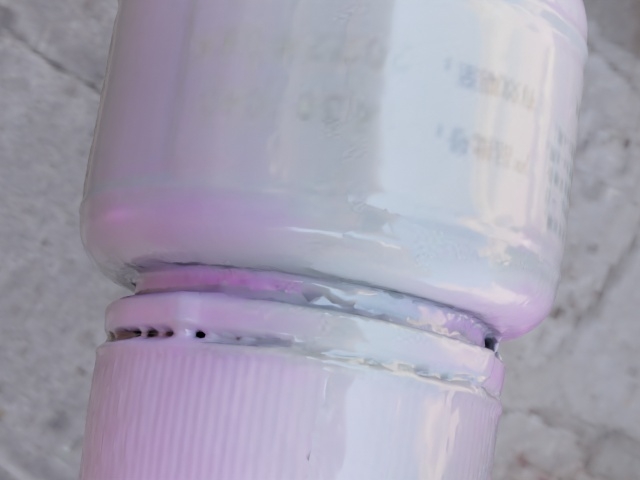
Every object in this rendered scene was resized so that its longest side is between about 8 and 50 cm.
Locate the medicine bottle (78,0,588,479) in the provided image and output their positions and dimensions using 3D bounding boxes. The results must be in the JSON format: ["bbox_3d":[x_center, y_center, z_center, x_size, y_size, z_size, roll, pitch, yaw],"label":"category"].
[{"bbox_3d":[0.000,0.000,0.884,0.241,0.241,0.302,19,75,-44],"label":"medicine bottle"}]
